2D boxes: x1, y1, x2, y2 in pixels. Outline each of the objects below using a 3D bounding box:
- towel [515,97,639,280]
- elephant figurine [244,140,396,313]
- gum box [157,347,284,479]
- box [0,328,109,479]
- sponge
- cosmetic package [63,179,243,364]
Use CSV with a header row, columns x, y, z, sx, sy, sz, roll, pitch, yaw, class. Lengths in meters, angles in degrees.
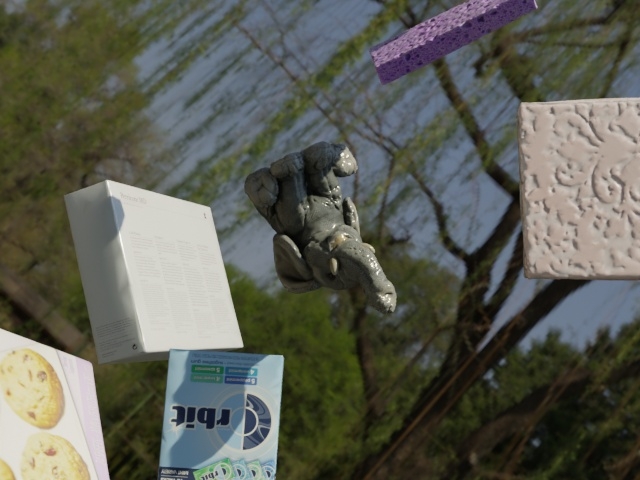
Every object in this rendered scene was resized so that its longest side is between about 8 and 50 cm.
x,y,z,sx,sy,sz,roll,pitch,yaw,class
0.514,-0.089,1.690,0.317,0.332,0.053,-1,-9,5,towel
0.000,0.000,1.287,0.239,0.169,0.186,66,17,0,elephant figurine
-0.134,0.244,1.285,0.157,0.184,0.041,4,-10,0,gum box
-0.114,0.159,0.367,0.067,0.063,0.324,26,21,-31,box
0.162,-0.265,1.197,0.031,0.210,0.117,62,11,-20,sponge
-0.280,0.064,1.660,0.377,0.097,0.284,16,60,-70,cosmetic package
